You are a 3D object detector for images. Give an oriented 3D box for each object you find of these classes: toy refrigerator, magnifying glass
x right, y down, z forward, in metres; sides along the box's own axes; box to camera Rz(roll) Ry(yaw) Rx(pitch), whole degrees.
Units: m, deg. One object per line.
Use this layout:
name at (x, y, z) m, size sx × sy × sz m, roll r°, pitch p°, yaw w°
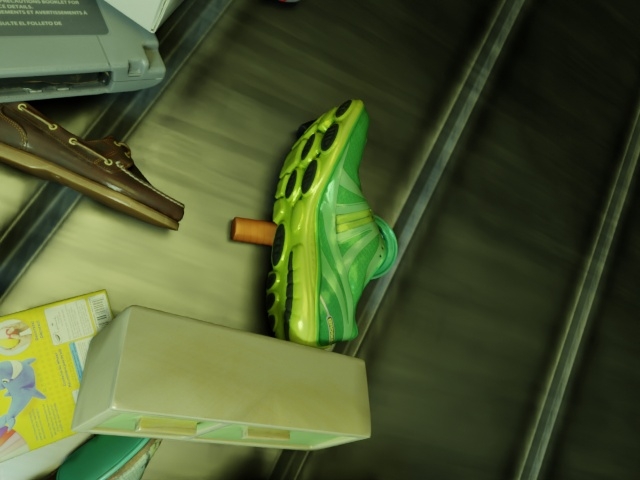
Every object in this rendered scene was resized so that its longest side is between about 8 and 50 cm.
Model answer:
toy refrigerator at (-0.082, 0.153, 0.466) m, size 0.270 × 0.102 × 0.094 m, roll 23°, pitch 50°, yaw -34°
magnifying glass at (0.000, 0.000, 0.610) m, size 0.231 × 0.026 × 0.092 m, roll 8°, pitch 81°, yaw -23°

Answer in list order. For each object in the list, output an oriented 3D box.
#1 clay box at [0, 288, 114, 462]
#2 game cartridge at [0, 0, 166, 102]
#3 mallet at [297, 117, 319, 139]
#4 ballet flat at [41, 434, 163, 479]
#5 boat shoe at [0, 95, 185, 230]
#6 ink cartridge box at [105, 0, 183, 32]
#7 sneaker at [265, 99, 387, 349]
clay box at (-0.300, 0.136, 0.436) m, size 0.222 × 0.053 × 0.127 m, roll -15°, pitch 90°, yaw -26°
game cartridge at (-0.320, -0.223, 0.434) m, size 0.298 × 0.062 × 0.197 m, roll -19°, pitch 77°, yaw -36°
mallet at (0.041, -0.078, 0.621) m, size 0.062 × 0.039 × 0.189 m, roll -31°, pitch 90°, yaw -24°
ballet flat at (-0.241, 0.254, 0.447) m, size 0.222 × 0.077 × 0.079 m, roll -31°, pitch 115°, yaw -20°
boat shoe at (-0.232, -0.079, 0.483) m, size 0.207 × 0.073 × 0.073 m, roll 27°, pitch 75°, yaw -20°
ink cartridge box at (-0.184, -0.352, 0.482) m, size 0.172 × 0.100 × 0.237 m, roll 32°, pitch 49°, yaw -18°
sneaker at (0.014, -0.018, 0.560) m, size 0.124 × 0.110 × 0.295 m, roll 13°, pitch 84°, yaw -35°
